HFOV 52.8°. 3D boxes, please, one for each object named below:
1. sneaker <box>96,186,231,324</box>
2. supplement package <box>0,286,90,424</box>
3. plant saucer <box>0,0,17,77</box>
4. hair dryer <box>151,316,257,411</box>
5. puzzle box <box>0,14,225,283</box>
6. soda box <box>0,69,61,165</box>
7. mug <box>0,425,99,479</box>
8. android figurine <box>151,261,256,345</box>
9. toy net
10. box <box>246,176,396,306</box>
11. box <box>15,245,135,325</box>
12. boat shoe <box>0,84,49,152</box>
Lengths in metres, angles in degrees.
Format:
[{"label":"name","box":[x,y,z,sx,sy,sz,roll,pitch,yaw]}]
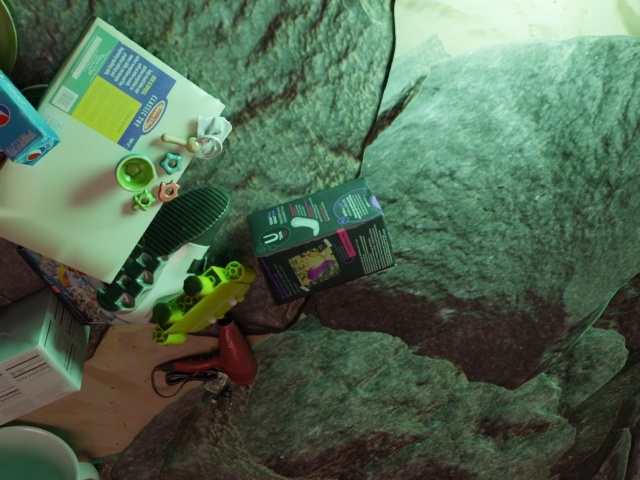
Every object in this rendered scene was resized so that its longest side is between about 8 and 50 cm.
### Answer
[{"label":"sneaker","box":[-0.298,0.034,1.321,0.330,0.122,0.146,-47,148,-9]},{"label":"supplement package","box":[-0.643,0.250,1.344,0.262,0.204,0.145,-24,124,3]},{"label":"plant saucer","box":[-0.625,-0.346,1.057,0.241,0.037,0.241,-6,123,-10]},{"label":"hair dryer","box":[-0.262,0.303,1.546,0.223,0.080,0.293,21,116,-24]},{"label":"puzzle box","box":[-0.389,-0.148,1.151,0.272,0.052,0.409,32,94,-35]},{"label":"soda box","box":[-0.514,-0.219,1.017,0.067,0.071,0.210,-40,90,1]},{"label":"mug","box":[-0.725,0.652,1.579,0.374,0.276,0.328,-6,137,-47]},{"label":"android figurine","box":[-0.243,0.132,1.367,0.248,0.056,0.273,-41,164,4]},{"label":"toy net","box":[-0.253,-0.141,1.170,0.232,0.045,0.122,-31,123,-14]},{"label":"box","box":[0.000,0.000,1.355,0.270,0.165,0.143,-18,126,-1]},{"label":"box","box":[-0.490,0.082,1.324,0.159,0.044,0.233,-4,131,28]},{"label":"boat shoe","box":[-0.553,-0.195,1.134,0.319,0.099,0.116,-10,121,-8]}]
